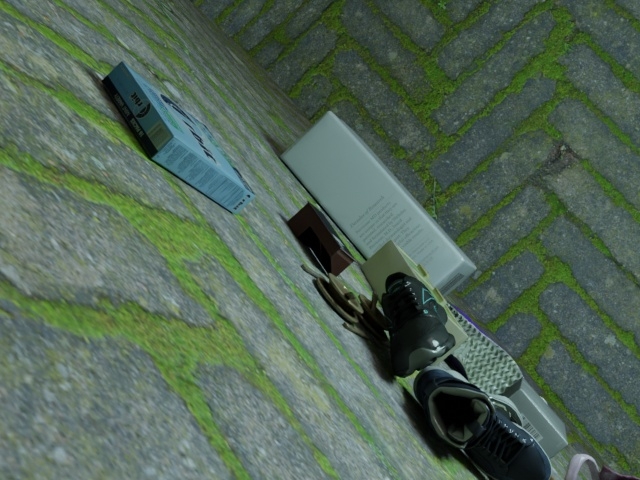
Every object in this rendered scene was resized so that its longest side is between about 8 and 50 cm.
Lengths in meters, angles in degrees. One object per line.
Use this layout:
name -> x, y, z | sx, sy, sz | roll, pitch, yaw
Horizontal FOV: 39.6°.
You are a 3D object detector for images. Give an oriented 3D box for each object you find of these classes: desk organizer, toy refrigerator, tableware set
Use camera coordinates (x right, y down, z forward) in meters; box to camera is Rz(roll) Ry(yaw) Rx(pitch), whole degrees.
desk organizer -> 0.000, 0.000, 1.415 | 0.047, 0.050, 0.130 | 40, 11, -45
toy refrigerator -> 0.172, 0.108, 1.653 | 0.102, 0.094, 0.269 | 43, 9, -26
tableware set -> 0.058, 0.094, 1.316 | 0.128, 0.039, 0.194 | 53, 10, 32

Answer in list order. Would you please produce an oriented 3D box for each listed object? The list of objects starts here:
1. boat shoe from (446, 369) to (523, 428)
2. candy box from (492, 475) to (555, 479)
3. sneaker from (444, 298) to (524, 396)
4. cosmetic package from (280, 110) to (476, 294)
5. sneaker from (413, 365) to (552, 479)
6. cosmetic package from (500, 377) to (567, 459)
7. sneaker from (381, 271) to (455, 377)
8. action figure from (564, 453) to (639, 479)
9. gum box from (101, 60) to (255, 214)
boat shoe -> 0.246, 0.271, 1.354 | 0.219, 0.078, 0.070 | 31, 16, -37
candy box -> 0.302, 0.353, 1.321 | 0.109, 0.053, 0.187 | 51, 10, 23
sneaker -> 0.301, 0.213, 1.795 | 0.293, 0.102, 0.146 | 48, 7, -1
cosmetic package -> 0.134, -0.061, 2.009 | 0.453, 0.161, 0.230 | 50, 9, 16
sneaker -> 0.220, 0.259, 1.161 | 0.226, 0.086, 0.163 | 38, -3, 1
cosmetic package -> 0.369, 0.332, 1.606 | 0.127, 0.107, 0.238 | 50, 5, 14
sneaker -> 0.125, 0.117, 1.287 | 0.106, 0.101, 0.267 | 57, 8, -6
action figure -> 0.540, 0.520, 1.489 | 0.276, 0.248, 0.370 | 22, -4, 28
gum box -> -0.177, -0.127, 1.129 | 0.157, 0.041, 0.184 | 53, 9, 33
